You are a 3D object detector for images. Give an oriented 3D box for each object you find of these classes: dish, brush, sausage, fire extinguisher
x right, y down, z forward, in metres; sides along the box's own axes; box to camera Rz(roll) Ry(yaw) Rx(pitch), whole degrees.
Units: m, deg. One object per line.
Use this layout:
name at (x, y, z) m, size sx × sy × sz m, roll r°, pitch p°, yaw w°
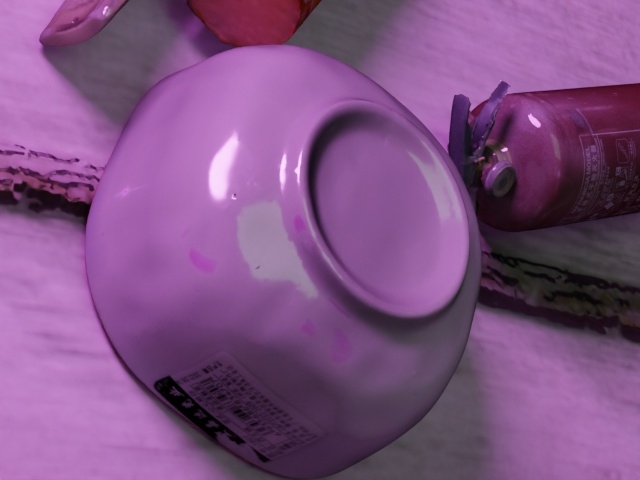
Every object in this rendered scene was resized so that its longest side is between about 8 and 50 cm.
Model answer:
dish at (0.000, 0.000, 1.049) m, size 0.256 × 0.117 × 0.256 m, roll 20°, pitch 58°, yaw -36°
brush at (-0.071, -0.211, 1.121) m, size 0.050 × 0.060 × 0.321 m, roll 54°, pitch 44°, yaw -25°
sausage at (0.008, -0.213, 1.177) m, size 0.074 × 0.074 × 0.274 m, roll 52°, pitch 39°, yaw -13°
fire extinguisher at (0.171, -0.063, 1.249) m, size 0.269 × 0.105 × 0.105 m, roll -8°, pitch 77°, yaw -44°
